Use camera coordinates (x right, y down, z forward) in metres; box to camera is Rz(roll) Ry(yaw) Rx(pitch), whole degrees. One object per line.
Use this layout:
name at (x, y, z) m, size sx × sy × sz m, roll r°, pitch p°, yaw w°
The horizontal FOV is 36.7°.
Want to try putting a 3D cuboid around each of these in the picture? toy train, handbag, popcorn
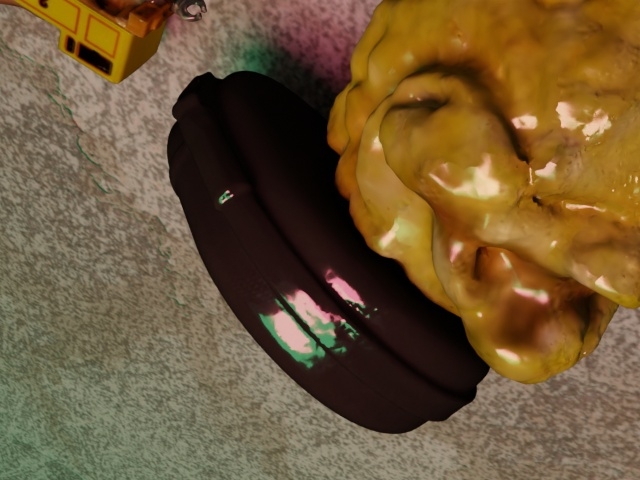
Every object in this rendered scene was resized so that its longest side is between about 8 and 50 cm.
toy train at (-0.187, -0.209, 0.735) m, size 0.219 × 0.089 × 0.127 m, roll 31°, pitch 136°, yaw 3°
handbag at (-0.001, 0.001, 0.685) m, size 0.093 × 0.308 × 0.254 m, roll -43°, pitch 134°, yaw 15°
popcorn at (0.128, -0.073, 0.562) m, size 0.242 × 0.235 × 0.250 m, roll 40°, pitch 133°, yaw 21°

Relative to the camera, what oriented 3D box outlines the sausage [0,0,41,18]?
sausage at (-0.290, -0.223, 0.833) m, size 0.186 × 0.043 × 0.043 m, roll 16°, pitch 139°, yaw 21°
